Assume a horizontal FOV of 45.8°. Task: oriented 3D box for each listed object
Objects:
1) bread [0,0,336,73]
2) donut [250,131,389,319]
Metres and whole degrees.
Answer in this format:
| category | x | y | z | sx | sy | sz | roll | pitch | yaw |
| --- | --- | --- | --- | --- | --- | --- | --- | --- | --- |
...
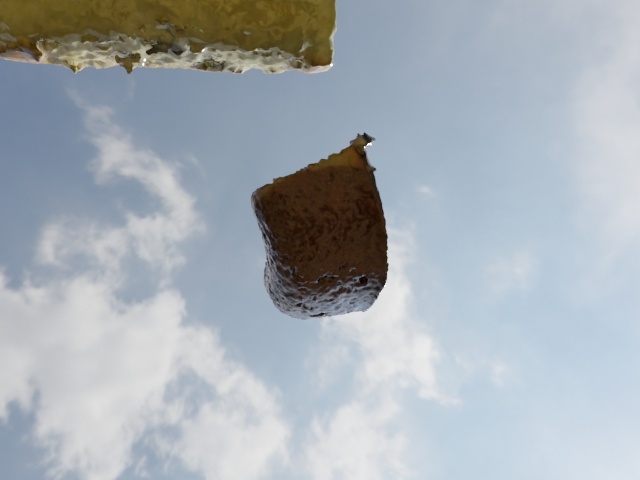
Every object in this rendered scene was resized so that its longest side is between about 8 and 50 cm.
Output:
| category | x | y | z | sx | sy | sz | roll | pitch | yaw |
| --- | --- | --- | --- | --- | --- | --- | --- | --- | --- |
| bread | -0.167 | -0.291 | 0.795 | 0.375 | 0.165 | 0.237 | 3 | -65 | -1 |
| donut | 0.002 | 0.000 | 0.769 | 0.126 | 0.186 | 0.144 | -17 | -105 | -11 |
